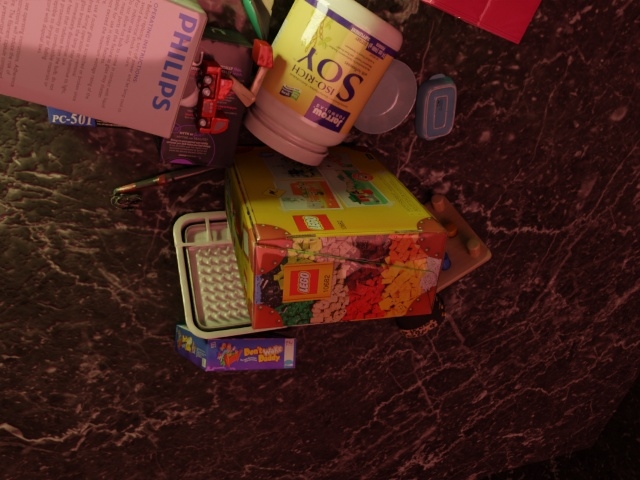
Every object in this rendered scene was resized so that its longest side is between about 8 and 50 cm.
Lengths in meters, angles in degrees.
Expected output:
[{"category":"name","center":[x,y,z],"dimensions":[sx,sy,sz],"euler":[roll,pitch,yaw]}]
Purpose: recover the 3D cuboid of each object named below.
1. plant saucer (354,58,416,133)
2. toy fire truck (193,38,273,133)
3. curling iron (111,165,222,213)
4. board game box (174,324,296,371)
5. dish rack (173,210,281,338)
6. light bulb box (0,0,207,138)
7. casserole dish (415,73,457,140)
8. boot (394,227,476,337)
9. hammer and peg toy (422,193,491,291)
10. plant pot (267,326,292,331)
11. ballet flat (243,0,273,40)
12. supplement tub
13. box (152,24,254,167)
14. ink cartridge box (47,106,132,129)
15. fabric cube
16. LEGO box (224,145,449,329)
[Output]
[{"category":"plant saucer","center":[0.147,-0.365,1.386],"dimensions":[0.195,0.037,0.195],"euler":[-12,127,-16]},{"category":"toy fire truck","center":[-0.174,-0.303,1.098],"dimensions":[0.135,0.047,0.192],"euler":[-2,124,-26]},{"category":"curling iron","center":[-0.369,-0.138,1.329],"dimensions":[0.274,0.035,0.068],"euler":[-23,134,-6]},{"category":"board game box","center":[-0.243,0.286,1.504],"dimensions":[0.233,0.347,0.078],"euler":[5,86,-27]},{"category":"dish rack","center":[-0.217,0.085,1.404],"dimensions":[0.285,0.333,0.072],"euler":[-5,156,-21]},{"category":"light bulb box","center":[-0.417,-0.384,0.918],"dimensions":[0.361,0.358,0.225],"euler":[11,121,-30]},{"category":"casserole dish","center":[0.313,-0.348,1.471],"dimensions":[0.114,0.037,0.188],"euler":[-14,127,-14]},{"category":"boot","center":[0.358,0.140,1.783],"dimensions":[0.377,0.138,0.284],"euler":[-41,140,-12]},{"category":"hammer and peg toy","center":[0.278,0.053,1.604],"dimensions":[0.361,0.266,0.127],"euler":[-33,149,1]},{"category":"plant pot","center":[-0.146,0.156,1.554],"dimensions":[0.188,0.167,0.187],"euler":[6,122,-28]},{"category":"ballet flat","center":[-0.138,-0.514,1.134],"dimensions":[0.074,0.074,0.203],"euler":[-30,128,0]},{"category":"supplement tub","center":[-0.003,-0.356,1.194],"dimensions":[0.241,0.241,0.331],"euler":[18,115,-33]},{"category":"box","center":[-0.257,-0.311,1.179],"dimensions":[0.165,0.143,0.270],"euler":[2,122,-26]},{"category":"ink cartridge box","center":[-0.454,-0.286,1.140],"dimensions":[0.207,0.046,0.097],"euler":[4,124,-5]},{"category":"fabric cube","center":[0.323,-0.603,1.150],"dimensions":[0.259,0.254,0.258],"euler":[10,117,-29]},{"category":"LEGO box","center":[-0.004,-0.042,1.223],"dimensions":[0.372,0.500,0.193],"euler":[-3,119,-14]}]
